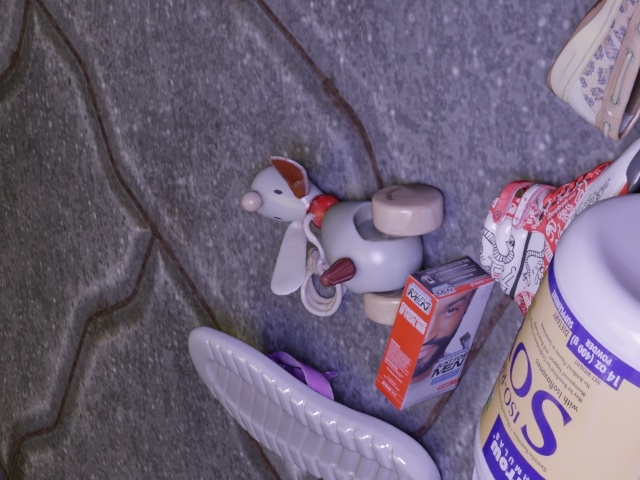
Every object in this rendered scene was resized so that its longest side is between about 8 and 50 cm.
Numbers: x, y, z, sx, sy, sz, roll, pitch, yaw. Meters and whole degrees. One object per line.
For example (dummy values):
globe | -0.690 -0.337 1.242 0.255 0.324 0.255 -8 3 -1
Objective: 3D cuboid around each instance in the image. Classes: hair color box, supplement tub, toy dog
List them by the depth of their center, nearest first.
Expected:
supplement tub | 0.277 0.150 1.168 0.241 0.241 0.331 47 135 34
hair color box | 0.128 0.106 1.481 0.053 0.093 0.167 43 134 36
toy dog | 0.000 0.000 1.558 0.334 0.161 0.220 -5 98 54

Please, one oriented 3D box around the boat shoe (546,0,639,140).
boat shoe | 0.303 -0.208 1.132 0.089 0.104 0.285 50 142 18

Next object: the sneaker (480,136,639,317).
sneaker | 0.242 -0.031 1.279 0.145 0.090 0.270 48 139 29

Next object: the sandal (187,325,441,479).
sandal | -0.003 0.223 1.709 0.416 0.102 0.169 29 140 30
